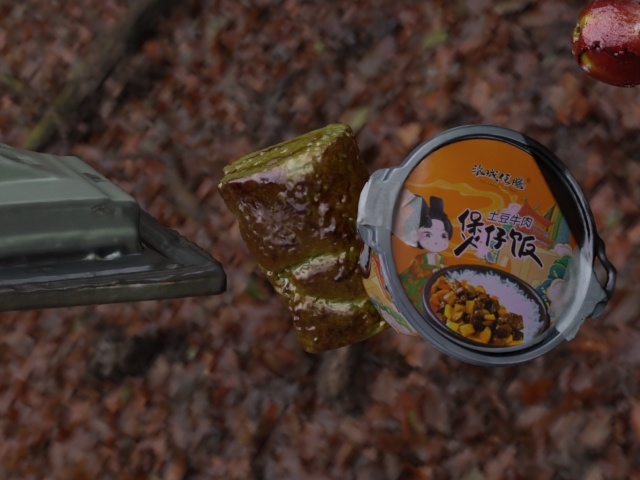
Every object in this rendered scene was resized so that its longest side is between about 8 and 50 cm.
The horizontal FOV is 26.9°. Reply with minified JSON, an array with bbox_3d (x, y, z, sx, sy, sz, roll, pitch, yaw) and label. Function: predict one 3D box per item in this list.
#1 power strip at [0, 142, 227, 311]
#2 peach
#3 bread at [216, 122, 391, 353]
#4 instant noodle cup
[{"bbox_3d":[-0.229,-0.017,0.987,0.257,0.251,0.092,29,113,57],"label":"power strip"},{"bbox_3d":[0.421,-0.262,1.800,0.172,0.127,0.092,9,65,20],"label":"peach"},{"bbox_3d":[0.000,0.000,1.121,0.132,0.172,0.103,-19,16,22],"label":"bread"},{"bbox_3d":[0.106,0.009,1.026,0.177,0.208,0.125,-60,13,-16],"label":"instant noodle cup"}]
